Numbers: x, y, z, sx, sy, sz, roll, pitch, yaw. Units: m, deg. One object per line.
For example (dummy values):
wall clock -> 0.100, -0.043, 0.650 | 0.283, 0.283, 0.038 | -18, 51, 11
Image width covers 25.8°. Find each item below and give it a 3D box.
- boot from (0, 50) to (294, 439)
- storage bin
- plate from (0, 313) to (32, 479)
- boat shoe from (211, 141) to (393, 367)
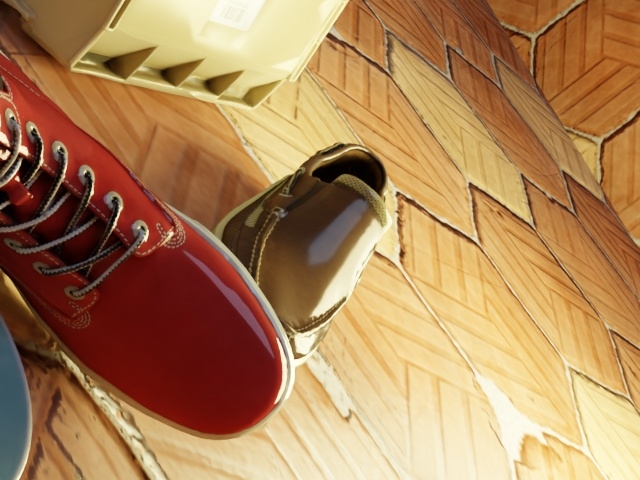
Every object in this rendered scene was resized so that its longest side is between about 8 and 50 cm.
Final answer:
boot -> -0.109, -0.004, 0.583 | 0.244, 0.088, 0.176 | 44, -3, 0
storage bin -> -0.064, -0.231, 0.925 | 0.123, 0.260, 0.262 | 40, 14, 20
plate -> -0.186, 0.032, 0.521 | 0.188, 0.024, 0.188 | 45, 21, -22
boat shoe -> -0.005, -0.006, 0.884 | 0.095, 0.095, 0.257 | 47, 20, -12
